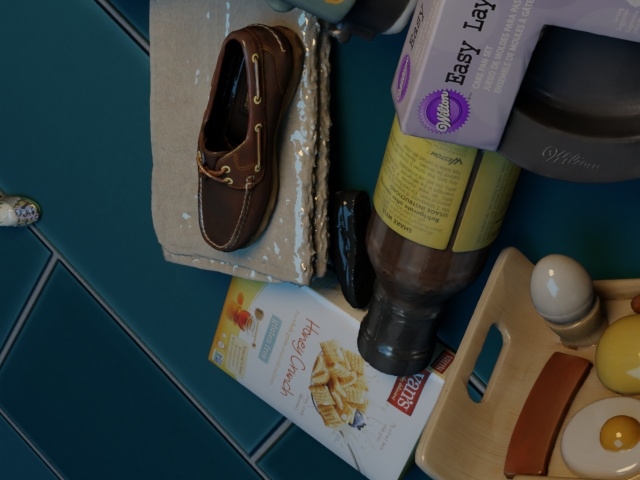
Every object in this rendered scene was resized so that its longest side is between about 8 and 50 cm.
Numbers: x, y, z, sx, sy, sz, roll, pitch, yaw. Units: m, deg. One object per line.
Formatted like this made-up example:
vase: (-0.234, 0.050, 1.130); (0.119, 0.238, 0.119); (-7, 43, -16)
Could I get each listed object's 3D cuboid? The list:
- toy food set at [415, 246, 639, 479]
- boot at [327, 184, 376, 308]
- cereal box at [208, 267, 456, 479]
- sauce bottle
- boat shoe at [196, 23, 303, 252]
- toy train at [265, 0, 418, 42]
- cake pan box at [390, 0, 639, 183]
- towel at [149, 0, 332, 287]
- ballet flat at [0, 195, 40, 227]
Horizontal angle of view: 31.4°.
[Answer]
toy food set: (0.234, 0.080, 0.797); (0.306, 0.220, 0.092); (-6, 132, 40)
boot: (0.000, 0.001, 1.064); (0.099, 0.045, 0.121); (6, 110, 33)
cereal box: (0.008, 0.119, 1.121); (0.240, 0.047, 0.173); (34, 130, 18)
sauce bottle: (0.096, -0.035, 0.924); (0.111, 0.111, 0.344); (31, 128, 20)
boat shoe: (-0.075, -0.083, 0.964); (0.073, 0.073, 0.207); (23, 114, 27)
toy train: (-0.045, -0.267, 0.792); (0.334, 0.142, 0.190); (20, 113, -21)
cake pan box: (0.193, -0.161, 0.723); (0.245, 0.070, 0.267); (12, 127, -8)
towel: (-0.072, -0.102, 1.031); (0.187, 0.049, 0.282); (11, 107, 31)
ballet flat: (-0.380, -0.032, 1.340); (0.114, 0.041, 0.041); (7, 118, 34)
